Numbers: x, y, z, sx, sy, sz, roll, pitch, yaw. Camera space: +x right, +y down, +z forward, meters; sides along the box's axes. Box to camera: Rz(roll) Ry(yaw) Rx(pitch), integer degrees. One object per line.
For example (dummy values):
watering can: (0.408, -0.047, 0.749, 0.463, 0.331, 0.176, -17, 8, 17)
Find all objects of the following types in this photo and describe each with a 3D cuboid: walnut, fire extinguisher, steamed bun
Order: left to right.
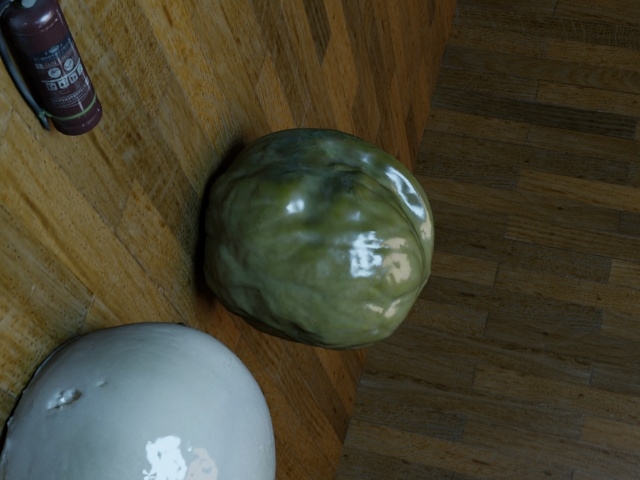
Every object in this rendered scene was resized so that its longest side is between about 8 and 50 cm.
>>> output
fire extinguisher: (-0.208, -0.143, 0.848, 0.064, 0.043, 0.158, -30, 149, -12)
steamed bun: (-0.153, 0.237, 1.029, 0.324, 0.206, 0.324, 12, 90, -77)
walnut: (0.000, 0.000, 1.349, 0.282, 0.277, 0.253, 82, 25, -83)

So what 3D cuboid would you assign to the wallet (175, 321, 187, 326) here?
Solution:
wallet: (-0.180, 0.217, 1.282, 0.122, 0.031, 0.232, -64, 162, -61)
